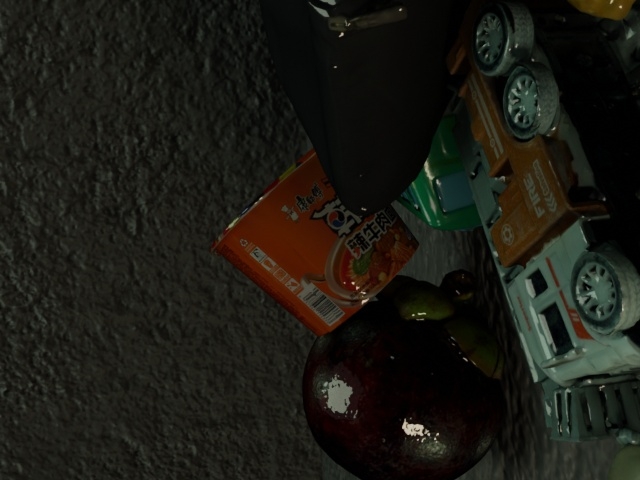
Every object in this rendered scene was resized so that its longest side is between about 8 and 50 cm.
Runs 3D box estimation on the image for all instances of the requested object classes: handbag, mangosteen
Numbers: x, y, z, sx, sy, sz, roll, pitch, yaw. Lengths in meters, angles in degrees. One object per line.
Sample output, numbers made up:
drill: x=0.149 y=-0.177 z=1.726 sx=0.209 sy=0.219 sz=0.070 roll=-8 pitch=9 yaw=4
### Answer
handbag: x=0.052 y=-0.199 z=0.627 sx=0.301 sy=0.178 sz=0.275 roll=79 pitch=168 yaw=-58
mangosteen: x=0.119 y=0.197 z=1.022 sx=0.300 sy=0.301 sz=0.300 roll=175 pitch=90 yaw=-80

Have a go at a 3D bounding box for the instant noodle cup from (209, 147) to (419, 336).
instant noodle cup: x=0.000 y=0.000 z=0.995 sx=0.192 sy=0.250 sz=0.250 roll=48 pitch=168 yaw=-2

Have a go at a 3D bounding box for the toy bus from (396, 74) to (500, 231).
toy bus: x=0.154 y=-0.141 z=0.944 sx=0.343 sy=0.184 sz=0.199 roll=-122 pitch=15 yaw=-70

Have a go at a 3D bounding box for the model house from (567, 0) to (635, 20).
model house: x=0.167 y=-0.240 z=0.419 sx=0.280 sy=0.249 sz=0.230 roll=54 pitch=153 yaw=33

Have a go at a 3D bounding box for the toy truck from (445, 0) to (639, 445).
toy truck: x=0.192 y=-0.019 z=0.545 sx=0.184 sy=0.133 sz=0.338 roll=117 pitch=143 yaw=-60

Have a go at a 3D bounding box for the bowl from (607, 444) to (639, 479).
bowl: x=0.294 y=0.202 z=0.534 sx=0.211 sy=0.112 sz=0.211 roll=173 pitch=90 yaw=-79

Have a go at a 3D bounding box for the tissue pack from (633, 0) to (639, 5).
tissue pack: x=0.253 y=-0.118 z=0.672 sx=0.185 sy=0.081 sz=0.257 roll=165 pitch=100 yaw=-80
